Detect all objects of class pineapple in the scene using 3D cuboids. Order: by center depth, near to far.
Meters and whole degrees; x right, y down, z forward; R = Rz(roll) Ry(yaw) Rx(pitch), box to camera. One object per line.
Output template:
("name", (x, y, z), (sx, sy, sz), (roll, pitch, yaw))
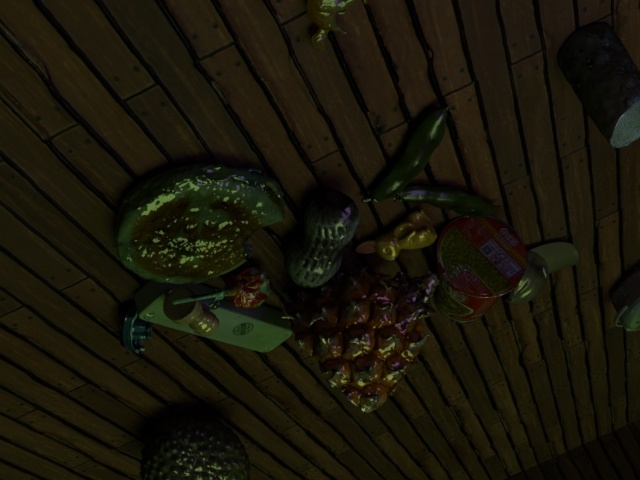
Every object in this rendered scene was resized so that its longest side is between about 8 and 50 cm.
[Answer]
("pineapple", (0.079, 0.116, 1.762), (0.286, 0.344, 0.209), (-43, 127, 3))

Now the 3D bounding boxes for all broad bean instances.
("broad bean", (0.159, -0.144, 1.588), (0.065, 0.046, 0.254), (14, 135, -25))
("broad bean", (0.250, -0.080, 1.739), (0.297, 0.043, 0.060), (9, 147, -38))

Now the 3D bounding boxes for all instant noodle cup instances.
("instant noodle cup", (0.315, 0.077, 1.893), (0.193, 0.193, 0.212), (-15, 154, -12))

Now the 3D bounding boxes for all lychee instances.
("lychee", (-0.296, 0.533, 2.109), (0.255, 0.255, 0.274), (-21, 132, -3))

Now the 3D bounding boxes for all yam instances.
("yam", (0.476, -0.253, 1.485), (0.107, 0.194, 0.107), (-15, 149, -9))

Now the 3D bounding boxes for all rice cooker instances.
("rice cooker", (0.843, 0.148, 2.346), (0.145, 0.127, 0.206), (-6, 147, -22))

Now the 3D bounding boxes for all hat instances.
("hat", (0.511, 0.087, 2.068), (0.173, 0.144, 0.166), (3, 148, 3))

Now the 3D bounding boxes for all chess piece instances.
("chess piece", (-0.229, 0.135, 1.641), (0.066, 0.066, 0.122), (-28, 148, 8))

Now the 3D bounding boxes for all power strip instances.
("power strip", (-0.196, 0.149, 1.785), (0.091, 0.062, 0.385), (-39, 143, 23))

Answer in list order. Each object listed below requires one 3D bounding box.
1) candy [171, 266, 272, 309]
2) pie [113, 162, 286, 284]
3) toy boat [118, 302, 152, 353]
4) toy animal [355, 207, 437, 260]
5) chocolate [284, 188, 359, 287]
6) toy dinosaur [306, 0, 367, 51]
("candy", (-0.177, 0.094, 1.615), (0.084, 0.078, 0.287), (-2, -178, 24))
("pie", (-0.206, -0.027, 1.522), (0.302, 0.067, 0.302), (-16, 146, -11))
("toy boat", (-0.352, 0.172, 1.724), (0.060, 0.060, 0.137), (7, 138, -5))
("toy animal", (0.148, 0.003, 1.779), (0.159, 0.070, 0.083), (-23, 149, 10))
("chocolate", (0.000, 0.000, 1.648), (0.110, 0.110, 0.248), (-5, 140, -26))
("toy dinosaur", (-0.004, -0.330, 1.231), (0.126, 0.039, 0.162), (-38, 143, 25))
